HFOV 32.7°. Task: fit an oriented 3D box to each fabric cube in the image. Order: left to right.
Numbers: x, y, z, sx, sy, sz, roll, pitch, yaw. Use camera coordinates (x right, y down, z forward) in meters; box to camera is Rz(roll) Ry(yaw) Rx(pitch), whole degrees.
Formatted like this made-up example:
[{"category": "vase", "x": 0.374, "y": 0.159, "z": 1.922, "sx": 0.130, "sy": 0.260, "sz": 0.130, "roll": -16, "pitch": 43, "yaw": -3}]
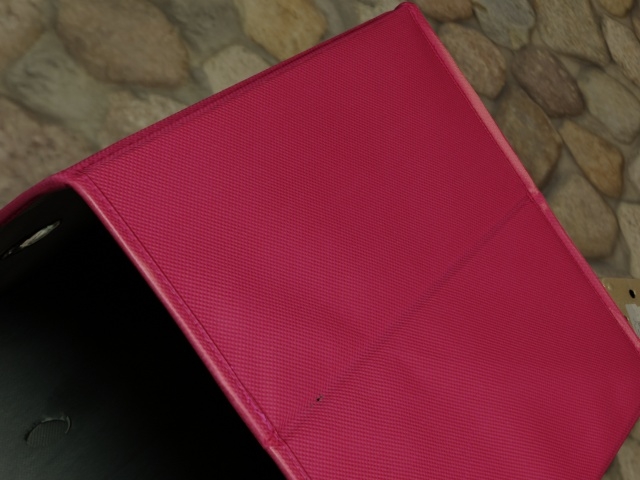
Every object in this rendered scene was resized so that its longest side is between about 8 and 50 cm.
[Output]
[{"category": "fabric cube", "x": -0.028, "y": 0.071, "z": 0.566, "sx": 0.259, "sy": 0.254, "sz": 0.258, "roll": 55, "pitch": 43, "yaw": -2}]

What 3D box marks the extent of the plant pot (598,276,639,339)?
[{"category": "plant pot", "x": 0.229, "y": 0.083, "z": 0.908, "sx": 0.109, "sy": 0.096, "sz": 0.109, "roll": 4, "pitch": 64, "yaw": -42}]
